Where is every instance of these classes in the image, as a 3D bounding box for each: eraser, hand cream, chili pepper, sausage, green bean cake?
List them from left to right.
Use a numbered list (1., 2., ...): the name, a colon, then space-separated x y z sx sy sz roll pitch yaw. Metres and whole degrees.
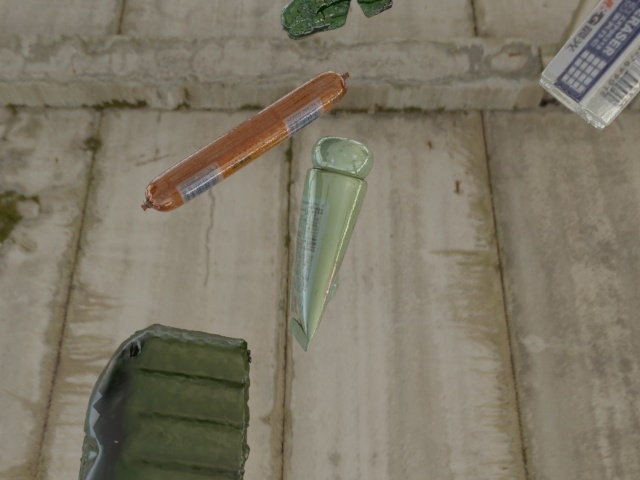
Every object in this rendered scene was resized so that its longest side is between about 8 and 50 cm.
1. green bean cake: -0.234 0.301 0.867 0.218 0.335 0.318 14 -129 -18
2. sausage: -0.094 -0.138 0.874 0.348 0.053 0.053 -36 -111 -16
3. hand cream: 0.000 0.000 0.943 0.093 0.147 0.305 14 -86 -14
4. chili pepper: 0.034 -0.499 1.343 0.254 0.099 0.083 -18 -155 6
5. eraser: 0.467 -0.313 0.958 0.081 0.279 0.124 23 -153 -29
